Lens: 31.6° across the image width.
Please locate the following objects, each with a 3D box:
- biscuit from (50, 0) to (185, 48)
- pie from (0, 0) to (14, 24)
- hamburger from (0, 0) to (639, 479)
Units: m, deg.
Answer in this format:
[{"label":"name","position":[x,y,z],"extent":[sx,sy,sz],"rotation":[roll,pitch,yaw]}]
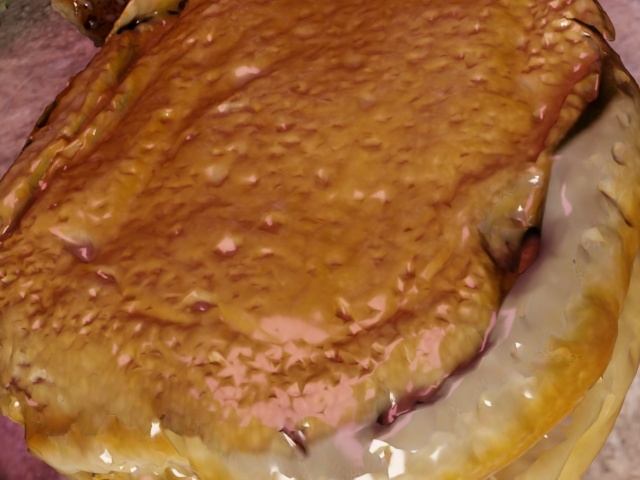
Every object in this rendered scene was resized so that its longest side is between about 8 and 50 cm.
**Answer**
[{"label":"biscuit","position":[-0.064,-0.197,0.665],"extent":[0.025,0.131,0.231],"rotation":[8,63,47]},{"label":"pie","position":[-0.324,-0.323,0.795],"extent":[0.395,0.180,0.418],"rotation":[6,70,22]},{"label":"hamburger","position":[0.000,0.000,0.500],"extent":[0.319,0.158,0.318],"rotation":[-10,57,16]}]
